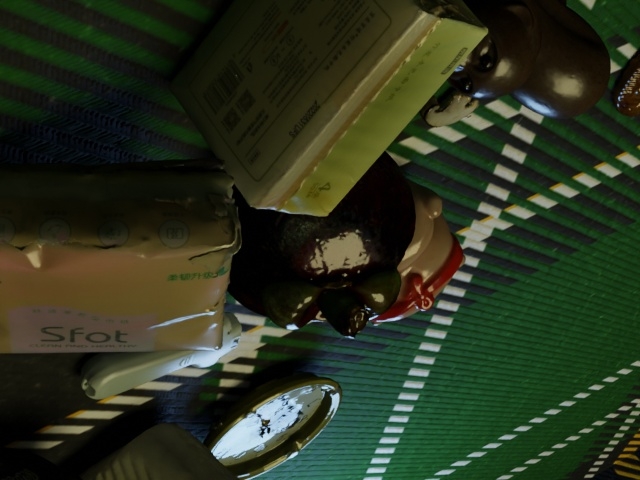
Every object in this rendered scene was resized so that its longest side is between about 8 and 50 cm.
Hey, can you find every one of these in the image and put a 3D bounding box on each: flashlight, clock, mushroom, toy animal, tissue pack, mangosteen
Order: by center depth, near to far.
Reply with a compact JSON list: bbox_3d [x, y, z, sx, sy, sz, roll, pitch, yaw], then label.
[{"bbox_3d":[0.002,-0.154,1.187,0.125,0.159,0.234,2,136,-52],"label":"tissue pack"},{"bbox_3d":[-0.205,0.015,1.199,0.256,0.123,0.215,1,147,-8],"label":"tissue pack"},{"bbox_3d":[0.001,-0.008,1.395,0.216,0.216,0.216,-29,155,-15],"label":"mangosteen"},{"bbox_3d":[0.143,-0.148,1.558,0.101,0.019,0.049,-8,145,-51],"label":"mushroom"},{"bbox_3d":[-0.185,0.129,1.600,0.200,0.047,0.093,-19,150,-29],"label":"flashlight"},{"bbox_3d":[0.080,0.007,1.603,0.171,0.171,0.198,-36,150,0],"label":"toy animal"},{"bbox_3d":[-0.078,0.254,1.954,0.237,0.057,0.237,-28,153,-16],"label":"clock"}]

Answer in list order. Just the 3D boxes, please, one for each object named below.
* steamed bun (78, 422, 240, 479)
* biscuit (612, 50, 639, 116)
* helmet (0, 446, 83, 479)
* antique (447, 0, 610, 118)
[{"bbox_3d":[-0.248,0.421,1.810,0.383,0.247,0.236,-45,166,6],"label":"steamed bun"},{"bbox_3d":[0.462,-0.230,1.822,0.187,0.027,0.188,-30,155,-16],"label":"biscuit"},{"bbox_3d":[-0.378,0.317,1.545,0.279,0.160,0.230,-34,161,-42],"label":"helmet"},{"bbox_3d":[0.198,-0.193,1.406,0.121,0.143,0.257,-45,152,24],"label":"antique"}]
